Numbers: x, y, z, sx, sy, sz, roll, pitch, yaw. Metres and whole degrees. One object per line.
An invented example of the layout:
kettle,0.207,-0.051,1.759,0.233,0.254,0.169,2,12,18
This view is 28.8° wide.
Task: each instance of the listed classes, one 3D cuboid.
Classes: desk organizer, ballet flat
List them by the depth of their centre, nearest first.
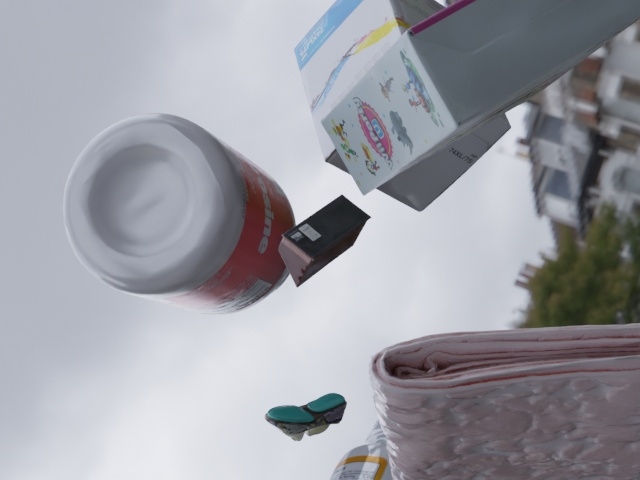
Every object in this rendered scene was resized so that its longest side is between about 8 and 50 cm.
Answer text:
ballet flat,-0.015,0.189,1.303,0.114,0.041,0.041,-8,-63,-48
desk organizer,0.000,0.000,1.446,0.130,0.047,0.050,-36,-21,-50

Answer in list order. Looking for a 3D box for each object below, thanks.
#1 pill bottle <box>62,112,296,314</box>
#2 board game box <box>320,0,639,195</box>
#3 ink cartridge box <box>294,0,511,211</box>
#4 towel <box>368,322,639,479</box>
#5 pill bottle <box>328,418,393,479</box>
pill bottle,-0.164,-0.019,1.694,0.229,0.229,0.408,-68,-16,-2
board game box,0.144,-0.160,1.173,0.224,0.097,0.303,-30,-2,-16
ink cartridge box,0.114,-0.224,1.823,0.198,0.270,0.197,26,-57,-33
towel,0.207,0.148,0.999,0.332,0.317,0.053,76,-168,-63
pill bottle,0.060,0.302,1.313,0.136,0.136,0.245,88,-156,-43
